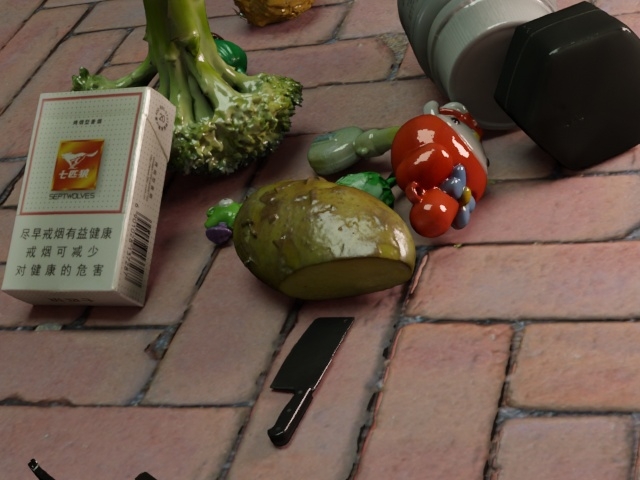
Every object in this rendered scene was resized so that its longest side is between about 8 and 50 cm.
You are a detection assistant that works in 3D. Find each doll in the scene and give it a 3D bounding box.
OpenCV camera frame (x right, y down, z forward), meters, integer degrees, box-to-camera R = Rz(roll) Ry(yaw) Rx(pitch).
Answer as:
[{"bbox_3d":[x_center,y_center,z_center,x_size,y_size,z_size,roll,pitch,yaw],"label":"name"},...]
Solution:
[{"bbox_3d":[-0.096,-0.038,1.935,0.190,0.050,0.115,3,46,25],"label":"doll"},{"bbox_3d":[0.175,-0.109,1.817,0.130,0.161,0.290,-28,17,30],"label":"doll"}]

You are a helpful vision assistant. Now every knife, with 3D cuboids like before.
[{"bbox_3d":[-0.027,0.179,1.628,0.072,0.019,0.245,-3,34,28],"label":"knife"}]

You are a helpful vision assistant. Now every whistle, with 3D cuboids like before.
[{"bbox_3d":[0.062,-0.155,1.983,0.198,0.057,0.104,-11,26,42],"label":"whistle"}]

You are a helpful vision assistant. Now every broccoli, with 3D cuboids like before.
[{"bbox_3d":[-0.186,-0.282,2.033,0.353,0.397,0.275,12,25,-28],"label":"broccoli"}]

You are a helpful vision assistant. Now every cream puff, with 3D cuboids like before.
[{"bbox_3d":[-0.094,-0.508,2.530,0.189,0.129,0.189,-5,34,3],"label":"cream puff"}]

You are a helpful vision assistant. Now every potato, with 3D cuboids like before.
[{"bbox_3d":[0.000,0.000,1.745,0.298,0.141,0.176,10,74,38],"label":"potato"}]

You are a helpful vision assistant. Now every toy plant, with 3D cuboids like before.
[{"bbox_3d":[-0.220,-0.334,2.370,0.143,0.105,0.200,-39,50,-15],"label":"toy plant"}]

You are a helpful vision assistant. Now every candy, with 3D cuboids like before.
[{"bbox_3d":[0.135,-0.109,1.916,0.097,0.097,0.323,17,40,40],"label":"candy"}]

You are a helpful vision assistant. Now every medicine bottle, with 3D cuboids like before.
[{"bbox_3d":[0.268,-0.345,2.026,0.245,0.245,0.306,-17,41,2],"label":"medicine bottle"}]

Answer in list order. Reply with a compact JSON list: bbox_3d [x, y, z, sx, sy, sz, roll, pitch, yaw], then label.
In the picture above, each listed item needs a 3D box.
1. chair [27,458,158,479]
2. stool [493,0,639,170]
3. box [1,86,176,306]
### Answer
[{"bbox_3d":[-0.211,0.297,1.355,0.113,0.229,0.106,-41,40,-25],"label":"chair"},{"bbox_3d":[0.382,-0.229,1.837,0.232,0.232,0.141,-22,32,-6],"label":"stool"},{"bbox_3d":[-0.354,-0.067,1.912,0.210,0.095,0.330,-1,73,24],"label":"box"}]
